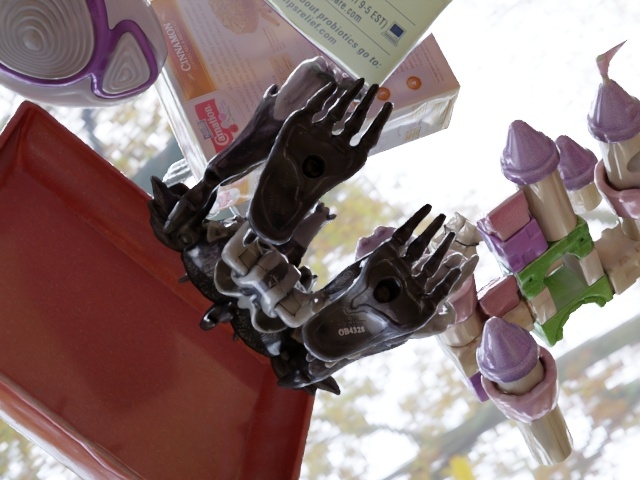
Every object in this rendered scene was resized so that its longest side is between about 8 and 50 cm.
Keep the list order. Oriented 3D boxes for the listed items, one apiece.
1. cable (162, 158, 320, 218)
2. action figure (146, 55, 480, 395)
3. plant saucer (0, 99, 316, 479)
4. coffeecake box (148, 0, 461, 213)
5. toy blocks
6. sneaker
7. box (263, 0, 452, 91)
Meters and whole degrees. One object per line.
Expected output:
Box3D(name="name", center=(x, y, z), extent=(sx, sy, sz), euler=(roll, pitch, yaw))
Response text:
Box3D(name="cable", center=(-0.088, -0.082, 1.500), extent=(0.140, 0.287, 0.072), euler=(7, -111, 12))
Box3D(name="action figure", center=(0.000, 0.000, 0.891), extent=(0.141, 0.276, 0.164), euler=(-36, -86, -13))
Box3D(name="plant saucer", center=(-0.120, 0.060, 1.012), extent=(0.259, 0.048, 0.258), euler=(41, -155, -14))
Box3D(name="coffeecake box", center=(-0.018, -0.120, 1.190), extent=(0.186, 0.068, 0.142), euler=(-20, -111, -13))
Box3D(name="toy blocks", center=(0.186, -0.017, 1.544), extent=(0.289, 0.260, 0.309), euler=(-37, -136, -8))
Box3D(name="sneaker", center=(-0.231, -0.196, 1.097), extent=(0.305, 0.114, 0.152), euler=(30, -159, -19))
Box3D(name="box", center=(0.084, -0.223, 0.817), extent=(0.117, 0.243, 0.213), euler=(42, -145, -1))
